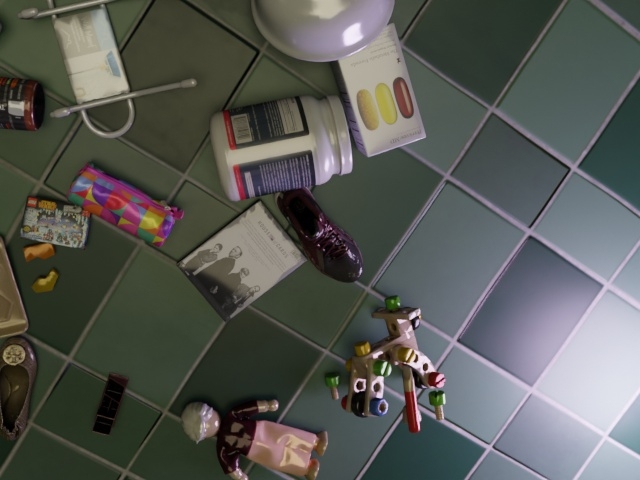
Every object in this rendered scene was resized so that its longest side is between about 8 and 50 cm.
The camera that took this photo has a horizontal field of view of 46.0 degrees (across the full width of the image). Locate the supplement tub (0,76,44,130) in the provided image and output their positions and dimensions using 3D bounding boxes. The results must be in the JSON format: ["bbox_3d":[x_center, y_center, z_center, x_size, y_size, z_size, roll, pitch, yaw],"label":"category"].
[{"bbox_3d":[-0.671,-0.281,1.529,0.197,0.106,0.106,3,102,-8],"label":"supplement tub"}]

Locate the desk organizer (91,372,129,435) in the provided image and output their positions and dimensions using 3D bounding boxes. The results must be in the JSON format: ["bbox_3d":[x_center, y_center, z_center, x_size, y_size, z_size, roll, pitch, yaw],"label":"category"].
[{"bbox_3d":[-0.483,0.377,1.730,0.047,0.050,0.130,18,100,-11],"label":"desk organizer"}]

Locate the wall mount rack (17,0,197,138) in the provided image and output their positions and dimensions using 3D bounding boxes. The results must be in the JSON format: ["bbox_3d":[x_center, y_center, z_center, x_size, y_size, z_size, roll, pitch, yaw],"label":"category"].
[{"bbox_3d":[-0.422,-0.386,1.523,0.304,0.130,0.350,-15,105,-4],"label":"wall mount rack"}]

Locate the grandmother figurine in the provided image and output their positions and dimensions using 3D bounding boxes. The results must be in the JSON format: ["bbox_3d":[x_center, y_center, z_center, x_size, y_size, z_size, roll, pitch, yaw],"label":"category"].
[{"bbox_3d":[-0.165,0.468,1.772,0.342,0.104,0.208,22,72,-8],"label":"grandmother figurine"}]

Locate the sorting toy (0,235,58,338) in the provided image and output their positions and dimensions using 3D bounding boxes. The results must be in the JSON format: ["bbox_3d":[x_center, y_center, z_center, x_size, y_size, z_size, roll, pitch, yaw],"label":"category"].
[{"bbox_3d":[-0.724,0.104,1.649,0.307,0.041,0.229,-13,106,-10],"label":"sorting toy"}]

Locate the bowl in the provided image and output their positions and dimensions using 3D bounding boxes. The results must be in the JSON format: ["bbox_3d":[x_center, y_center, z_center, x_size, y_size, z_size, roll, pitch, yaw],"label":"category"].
[{"bbox_3d":[-0.001,-0.514,1.477,0.297,0.134,0.298,-1,72,5],"label":"bowl"}]

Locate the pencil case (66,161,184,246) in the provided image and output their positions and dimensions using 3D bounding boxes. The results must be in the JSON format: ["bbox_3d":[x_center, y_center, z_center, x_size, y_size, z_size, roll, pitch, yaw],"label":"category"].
[{"bbox_3d":[-0.416,-0.078,1.611,0.236,0.104,0.104,26,98,-12],"label":"pencil case"}]

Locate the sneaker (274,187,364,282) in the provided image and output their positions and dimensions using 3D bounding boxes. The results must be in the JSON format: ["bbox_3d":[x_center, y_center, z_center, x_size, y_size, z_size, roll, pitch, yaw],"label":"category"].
[{"bbox_3d":[0.000,0.000,1.646,0.106,0.162,0.281,-41,104,3],"label":"sneaker"}]

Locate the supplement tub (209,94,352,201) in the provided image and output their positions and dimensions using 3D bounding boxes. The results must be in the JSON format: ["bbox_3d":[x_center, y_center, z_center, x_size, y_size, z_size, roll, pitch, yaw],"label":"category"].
[{"bbox_3d":[-0.084,-0.197,1.576,0.272,0.191,0.191,-11,104,-4],"label":"supplement tub"}]

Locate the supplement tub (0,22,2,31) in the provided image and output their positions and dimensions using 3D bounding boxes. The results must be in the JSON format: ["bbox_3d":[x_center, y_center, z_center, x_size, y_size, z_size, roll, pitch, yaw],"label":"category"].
[{"bbox_3d":[-0.736,-0.451,1.476,0.190,0.117,0.117,43,95,-14],"label":"supplement tub"}]

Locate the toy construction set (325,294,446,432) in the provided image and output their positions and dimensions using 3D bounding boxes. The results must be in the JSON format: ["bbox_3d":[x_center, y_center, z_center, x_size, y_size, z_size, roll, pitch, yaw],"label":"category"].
[{"bbox_3d":[0.159,0.258,1.669,0.257,0.309,0.237,-10,99,-13],"label":"toy construction set"}]

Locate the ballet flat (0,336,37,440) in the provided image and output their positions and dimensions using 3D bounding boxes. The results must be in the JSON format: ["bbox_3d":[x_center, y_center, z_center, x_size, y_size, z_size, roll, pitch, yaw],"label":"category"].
[{"bbox_3d":[-0.687,0.336,1.687,0.084,0.058,0.250,9,104,-9],"label":"ballet flat"}]

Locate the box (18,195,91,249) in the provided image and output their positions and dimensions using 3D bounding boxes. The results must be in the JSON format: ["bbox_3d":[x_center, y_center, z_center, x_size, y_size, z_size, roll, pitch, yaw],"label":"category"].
[{"bbox_3d":[-0.569,-0.038,1.625,0.137,0.027,0.094,10,85,-9],"label":"box"}]

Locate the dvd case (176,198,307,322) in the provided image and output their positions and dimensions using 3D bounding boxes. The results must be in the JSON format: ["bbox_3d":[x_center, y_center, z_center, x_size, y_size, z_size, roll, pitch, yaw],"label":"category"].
[{"bbox_3d":[-0.176,0.047,1.704,0.238,0.029,0.179,-37,104,2],"label":"dvd case"}]

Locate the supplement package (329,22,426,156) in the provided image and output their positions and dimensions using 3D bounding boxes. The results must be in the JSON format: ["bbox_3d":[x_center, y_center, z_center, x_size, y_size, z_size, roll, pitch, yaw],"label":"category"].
[{"bbox_3d":[0.116,-0.319,1.602,0.139,0.134,0.244,-20,104,-2],"label":"supplement package"}]
